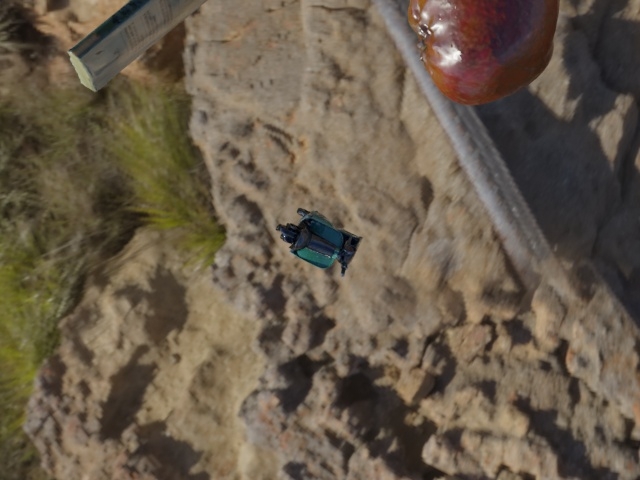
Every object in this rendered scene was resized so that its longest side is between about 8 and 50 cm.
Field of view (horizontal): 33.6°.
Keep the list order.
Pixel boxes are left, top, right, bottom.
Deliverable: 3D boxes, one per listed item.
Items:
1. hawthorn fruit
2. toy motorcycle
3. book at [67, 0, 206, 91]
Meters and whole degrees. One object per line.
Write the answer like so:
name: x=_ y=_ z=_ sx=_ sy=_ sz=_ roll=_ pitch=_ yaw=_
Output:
hawthorn fruit: x=0.129 y=-0.168 z=0.827 sx=0.128 sy=0.128 sz=0.128 roll=4 pitch=104 yaw=17
toy motorcycle: x=0.000 y=0.000 z=1.330 sx=0.100 sy=0.173 sz=0.058 roll=25 pitch=96 yaw=5
book: x=-0.184 y=-0.295 z=1.302 sx=0.289 sy=0.201 sz=0.026 roll=-40 pitch=93 yaw=-8
